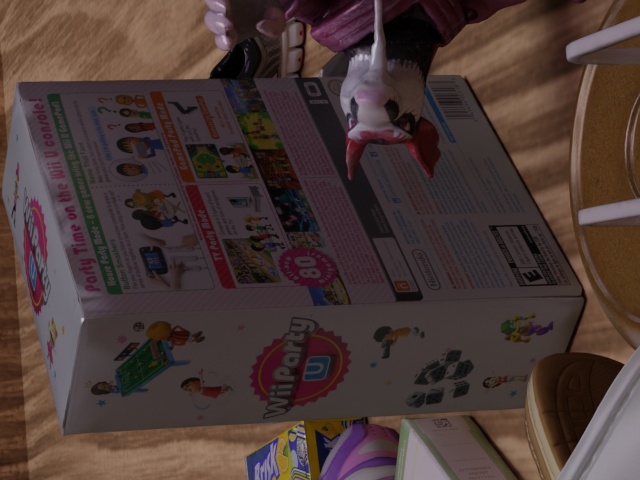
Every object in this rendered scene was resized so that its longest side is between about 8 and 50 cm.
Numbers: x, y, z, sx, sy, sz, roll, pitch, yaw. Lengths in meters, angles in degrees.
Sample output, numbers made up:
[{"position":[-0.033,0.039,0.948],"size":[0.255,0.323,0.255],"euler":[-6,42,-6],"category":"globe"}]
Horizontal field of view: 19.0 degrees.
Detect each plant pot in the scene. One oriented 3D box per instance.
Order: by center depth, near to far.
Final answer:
[{"position":[0.181,-0.047,0.945],"size":[0.236,0.032,0.236],"euler":[-177,90,-68],"category":"plant pot"}]

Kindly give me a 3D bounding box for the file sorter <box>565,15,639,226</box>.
[{"position":[0.193,-0.145,0.705],"size":[0.173,0.192,0.278],"euler":[172,96,-74],"category":"file sorter"}]

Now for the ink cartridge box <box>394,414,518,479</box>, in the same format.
[{"position":[0.105,0.239,1.210],"size":[0.235,0.056,0.171],"euler":[-126,39,-61],"category":"ink cartridge box"}]

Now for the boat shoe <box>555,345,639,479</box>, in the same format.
[{"position":[0.163,0.118,0.844],"size":[0.302,0.091,0.114],"euler":[-45,62,14],"category":"boat shoe"}]

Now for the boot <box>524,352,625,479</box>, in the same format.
[{"position":[0.155,0.208,1.002],"size":[0.262,0.095,0.203],"euler":[-118,32,-40],"category":"boot"}]

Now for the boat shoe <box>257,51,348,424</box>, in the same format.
[{"position":[0.000,0.000,1.421],"size":[0.095,0.112,0.335],"euler":[-88,15,-49],"category":"boat shoe"}]

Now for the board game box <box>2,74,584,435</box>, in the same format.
[{"position":[-0.024,0.001,1.167],"size":[0.224,0.303,0.097],"euler":[-113,29,-46],"category":"board game box"}]

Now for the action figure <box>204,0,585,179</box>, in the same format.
[{"position":[0.032,-0.215,1.068],"size":[0.276,0.248,0.370],"euler":[-132,46,-63],"category":"action figure"}]

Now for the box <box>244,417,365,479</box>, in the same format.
[{"position":[-0.012,0.184,1.533],"size":[0.169,0.054,0.059],"euler":[137,128,-66],"category":"box"}]

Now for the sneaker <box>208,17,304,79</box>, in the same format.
[{"position":[-0.060,-0.116,1.599],"size":[0.063,0.074,0.170],"euler":[-130,41,-60],"category":"sneaker"}]

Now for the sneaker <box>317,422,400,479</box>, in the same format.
[{"position":[0.023,0.227,1.401],"size":[0.104,0.095,0.236],"euler":[-106,27,-51],"category":"sneaker"}]
